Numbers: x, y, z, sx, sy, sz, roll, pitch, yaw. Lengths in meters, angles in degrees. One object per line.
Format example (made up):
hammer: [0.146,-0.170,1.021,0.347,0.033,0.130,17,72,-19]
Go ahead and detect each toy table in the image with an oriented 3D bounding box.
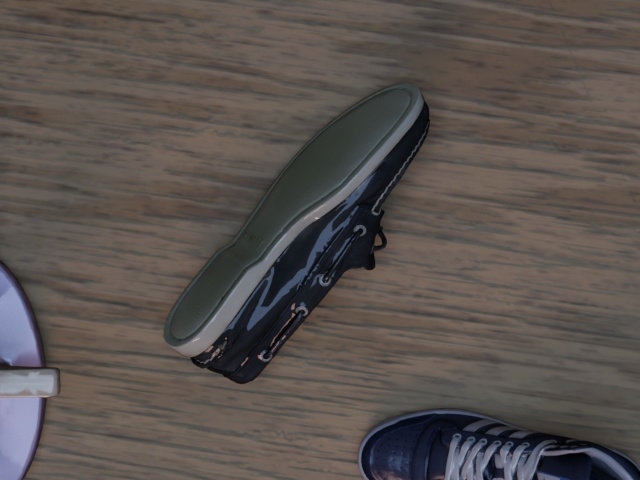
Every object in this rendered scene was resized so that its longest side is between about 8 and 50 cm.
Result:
toy table: [-0.361,0.139,1.823,0.252,0.161,0.274,-13,89,3]

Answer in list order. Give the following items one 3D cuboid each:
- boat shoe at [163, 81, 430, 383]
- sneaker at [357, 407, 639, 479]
boat shoe: [0.001,0.002,1.828,0.113,0.127,0.340,42,85,-27]
sneaker: [0.174,0.221,1.797,0.282,0.153,0.099,7,91,3]
